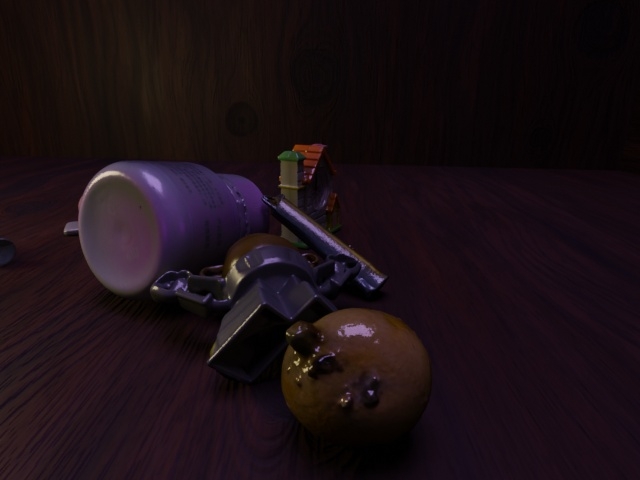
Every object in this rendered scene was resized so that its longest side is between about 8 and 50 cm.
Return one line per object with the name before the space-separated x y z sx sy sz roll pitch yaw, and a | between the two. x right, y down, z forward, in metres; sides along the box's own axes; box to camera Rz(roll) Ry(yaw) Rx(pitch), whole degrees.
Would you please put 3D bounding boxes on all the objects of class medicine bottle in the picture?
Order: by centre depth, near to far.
medicine bottle | -0.278 -0.033 0.875 0.256 0.256 0.325 10 13 24

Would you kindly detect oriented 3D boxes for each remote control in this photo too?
remote control | -0.595 -0.044 1.241 0.261 0.029 0.067 -7 28 -19

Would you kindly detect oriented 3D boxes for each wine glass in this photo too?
wine glass | -0.788 0.014 0.995 0.155 0.073 0.073 15 23 26

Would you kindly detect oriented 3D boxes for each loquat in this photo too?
loquat | 0.034 0.150 0.487 0.172 0.204 0.149 -14 48 38

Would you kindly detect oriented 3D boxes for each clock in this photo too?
clock | -0.029 -0.133 1.184 0.106 0.255 0.220 10 21 24

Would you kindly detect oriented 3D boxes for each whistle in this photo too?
whistle | 0.001 -0.001 0.905 0.326 0.057 0.068 39 11 18

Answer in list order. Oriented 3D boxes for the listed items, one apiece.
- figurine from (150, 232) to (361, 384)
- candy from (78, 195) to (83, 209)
figurine | -0.084 0.079 0.700 0.343 0.167 0.285 15 20 -28
candy | -0.537 -0.084 1.192 0.255 0.094 0.255 4 32 -3
